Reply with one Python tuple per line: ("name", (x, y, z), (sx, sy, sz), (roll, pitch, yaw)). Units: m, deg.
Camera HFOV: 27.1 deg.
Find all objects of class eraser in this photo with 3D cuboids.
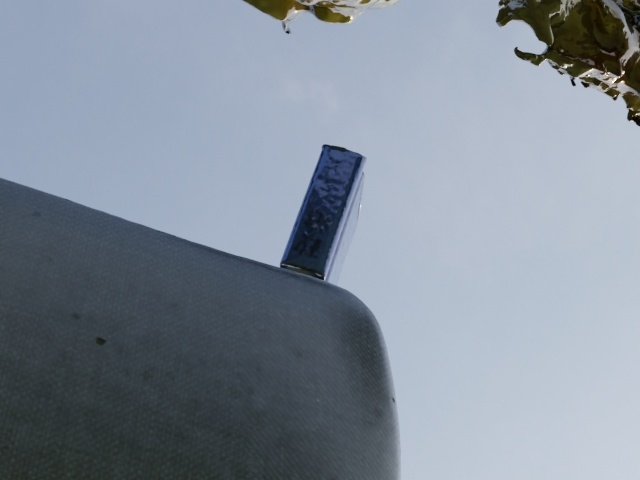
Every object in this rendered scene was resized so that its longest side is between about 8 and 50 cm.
("eraser", (0.000, 0.000, 0.708), (0.027, 0.085, 0.063), (14, -36, 8))

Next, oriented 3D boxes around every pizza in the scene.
("pizza", (0.218, -0.163, 0.979), (0.297, 0.189, 0.071), (9, -34, -43))

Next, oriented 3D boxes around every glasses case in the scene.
("glasses case", (-0.133, 0.035, 0.356), (0.323, 0.131, 0.074), (17, -44, -14))

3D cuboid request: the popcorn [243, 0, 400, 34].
("popcorn", (-0.028, -0.246, 0.967), (0.266, 0.233, 0.192), (15, -74, 25))
